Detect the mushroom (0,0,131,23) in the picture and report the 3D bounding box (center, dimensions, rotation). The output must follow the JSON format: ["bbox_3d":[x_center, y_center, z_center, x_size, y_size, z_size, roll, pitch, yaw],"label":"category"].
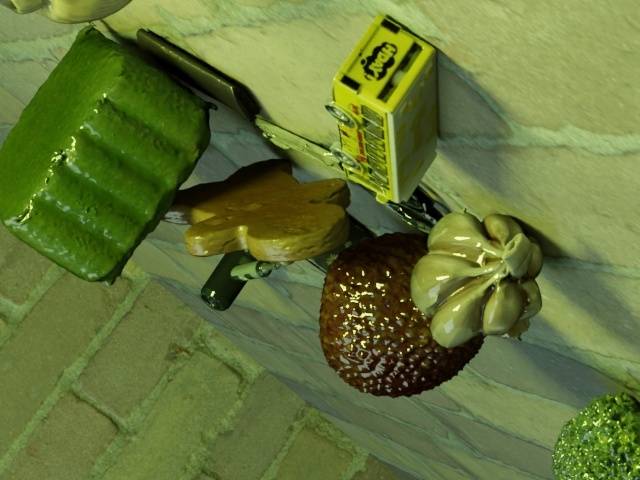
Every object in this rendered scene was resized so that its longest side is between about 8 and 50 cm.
[{"bbox_3d":[-0.262,-0.263,1.322,0.260,0.234,0.254,26,161,48],"label":"mushroom"}]

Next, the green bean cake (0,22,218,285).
[{"bbox_3d":[-0.255,-0.097,1.912,0.156,0.247,0.250,33,-178,-24],"label":"green bean cake"}]

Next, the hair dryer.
[{"bbox_3d":[-0.116,0.053,2.674,0.057,0.100,0.197,40,154,-18],"label":"hair dryer"}]

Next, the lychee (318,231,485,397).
[{"bbox_3d":[0.088,0.083,1.839,0.194,0.194,0.194,35,170,8],"label":"lychee"}]

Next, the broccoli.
[{"bbox_3d":[0.352,0.280,1.858,0.226,0.176,0.198,29,-171,-11],"label":"broccoli"}]

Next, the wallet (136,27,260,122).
[{"bbox_3d":[-0.135,-0.181,1.850,0.156,0.018,0.082,33,172,30],"label":"wallet"}]

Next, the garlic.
[{"bbox_3d":[0.152,0.036,1.556,0.127,0.131,0.194,8,172,-4],"label":"garlic"}]

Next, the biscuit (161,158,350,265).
[{"bbox_3d":[-0.062,-0.024,1.836,0.301,0.197,0.049,25,134,61],"label":"biscuit"}]

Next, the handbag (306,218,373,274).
[{"bbox_3d":[0.000,0.000,2.070,0.115,0.072,0.139,35,174,2],"label":"handbag"}]

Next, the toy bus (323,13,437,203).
[{"bbox_3d":[0.054,-0.109,1.408,0.074,0.081,0.226,29,165,12],"label":"toy bus"}]

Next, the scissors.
[{"bbox_3d":[0.020,-0.080,1.786,0.300,0.022,0.109,28,164,42],"label":"scissors"}]
